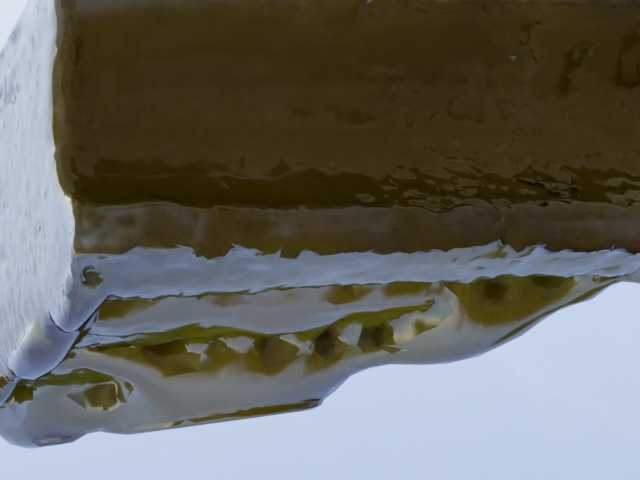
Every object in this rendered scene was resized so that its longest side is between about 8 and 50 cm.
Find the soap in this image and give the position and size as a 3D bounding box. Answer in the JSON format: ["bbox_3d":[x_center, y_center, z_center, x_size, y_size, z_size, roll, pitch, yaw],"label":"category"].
[{"bbox_3d":[0.000,0.000,0.818,0.339,0.304,0.169,-1,-107,-23],"label":"soap"}]
